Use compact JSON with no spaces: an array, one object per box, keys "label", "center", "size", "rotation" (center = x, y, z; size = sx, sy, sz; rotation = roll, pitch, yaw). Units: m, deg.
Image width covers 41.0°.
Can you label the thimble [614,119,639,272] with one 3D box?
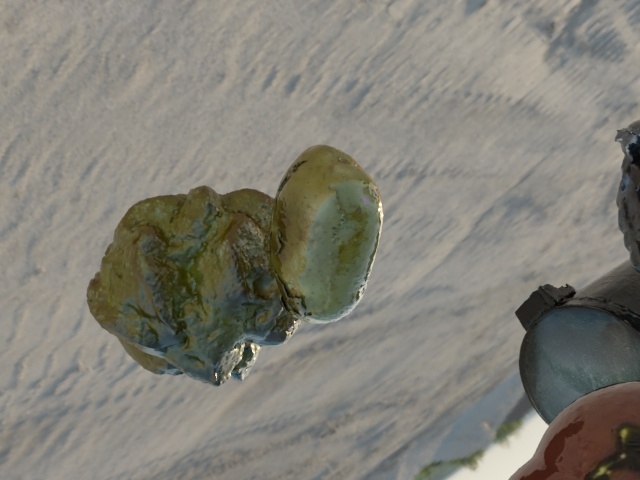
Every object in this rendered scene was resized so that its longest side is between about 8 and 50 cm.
[{"label":"thimble","center":[0.435,-0.053,0.966],"size":[0.172,0.236,0.205],"rotation":[2,128,5]}]

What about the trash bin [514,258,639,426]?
[{"label":"trash bin","center":[0.430,0.127,1.144],"size":[0.302,0.252,0.203],"rotation":[-23,153,-41]}]

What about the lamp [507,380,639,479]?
[{"label":"lamp","center":[0.245,0.224,0.499],"size":[0.305,0.305,0.239],"rotation":[-37,141,3]}]

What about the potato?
[{"label":"potato","center":[0.000,0.000,0.756],"size":[0.080,0.107,0.170],"rotation":[-27,143,-51]}]

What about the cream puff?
[{"label":"cream puff","center":[-0.120,0.050,0.907],"size":[0.244,0.244,0.196],"rotation":[108,6,-62]}]
